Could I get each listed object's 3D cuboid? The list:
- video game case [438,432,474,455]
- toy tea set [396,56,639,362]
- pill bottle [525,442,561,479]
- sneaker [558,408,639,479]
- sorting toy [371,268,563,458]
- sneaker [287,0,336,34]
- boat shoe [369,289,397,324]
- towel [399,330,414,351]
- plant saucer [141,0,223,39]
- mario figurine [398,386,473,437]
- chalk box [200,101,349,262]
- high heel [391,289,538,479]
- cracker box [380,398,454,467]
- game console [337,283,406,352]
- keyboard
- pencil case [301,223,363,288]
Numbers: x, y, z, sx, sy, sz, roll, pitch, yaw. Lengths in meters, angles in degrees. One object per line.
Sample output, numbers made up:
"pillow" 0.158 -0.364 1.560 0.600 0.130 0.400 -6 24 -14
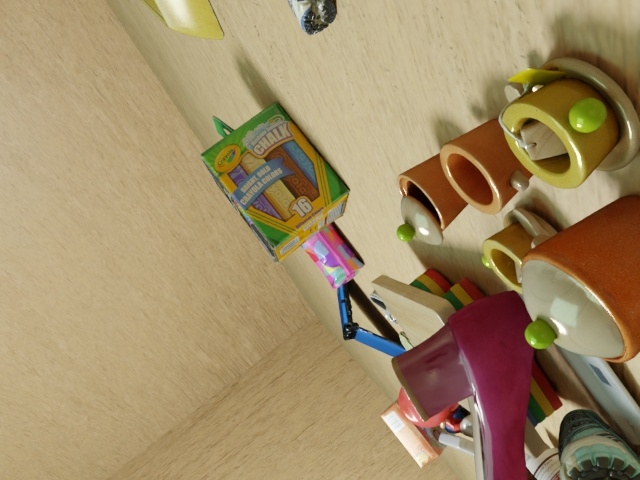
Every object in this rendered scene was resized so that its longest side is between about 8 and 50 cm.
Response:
"video game case" 0.365 0.460 1.237 0.207 0.026 0.227 22 165 8
"toy tea set" 0.145 -0.004 0.496 0.200 0.124 0.336 53 171 -3
"pill bottle" 0.388 0.390 0.940 0.086 0.086 0.152 58 171 -30
"sneaker" 0.375 0.314 0.702 0.283 0.110 0.122 56 -158 -17
"sorting toy" 0.217 0.153 0.879 0.255 0.089 0.257 55 172 -12
"sneaker" -0.022 -0.265 0.587 0.058 0.052 0.135 55 172 17
"boat shoe" 0.160 0.141 1.215 0.184 0.063 0.066 42 166 52
"towel" 0.251 0.298 1.498 0.110 0.027 0.148 44 168 49
"plant saucer" -0.337 -0.538 1.053 0.333 0.081 0.332 47 171 31
"mario figurine" 0.287 0.339 1.299 0.198 0.170 0.320 8 163 23
"chalk box" -0.104 -0.130 1.147 0.288 0.179 0.180 53 172 7
"high heel" 0.255 0.242 0.698 0.377 0.181 0.127 55 -168 -15
"cracker box" 0.265 0.445 1.484 0.155 0.067 0.232 51 -152 15
"game console" 0.149 0.229 1.763 0.293 0.174 0.249 89 174 -75
"keyboard" 0.294 0.139 0.629 0.256 0.014 0.072 51 170 -12
"pencil case" 0.000 0.000 1.391 0.236 0.104 0.104 52 172 -2
